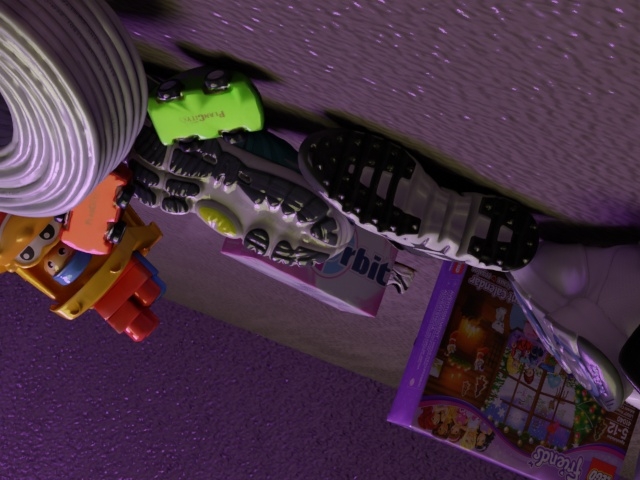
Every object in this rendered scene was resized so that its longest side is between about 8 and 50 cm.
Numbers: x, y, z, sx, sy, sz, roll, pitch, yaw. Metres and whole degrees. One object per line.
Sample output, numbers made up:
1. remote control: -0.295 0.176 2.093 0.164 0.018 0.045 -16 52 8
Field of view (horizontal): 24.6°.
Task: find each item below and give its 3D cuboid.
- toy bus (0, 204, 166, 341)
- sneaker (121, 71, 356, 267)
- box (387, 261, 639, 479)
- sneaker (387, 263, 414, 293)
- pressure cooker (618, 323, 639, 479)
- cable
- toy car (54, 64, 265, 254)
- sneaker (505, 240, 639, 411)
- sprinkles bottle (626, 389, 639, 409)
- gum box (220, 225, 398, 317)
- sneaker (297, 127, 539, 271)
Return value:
1. toy bus: -0.235 0.009 1.395 0.211 0.149 0.220 46 -173 4
2. sneaker: -0.091 -0.069 1.326 0.275 0.107 0.110 33 -153 3
3. box: 0.236 0.161 1.660 0.293 0.201 0.057 24 170 -26
4. sneaker: 0.075 0.040 1.818 0.083 0.037 0.032 23 172 -8
5. pressure cooker: 0.390 0.182 0.942 0.375 0.370 0.420 -6 167 8
6. cable: -0.259 -0.130 1.114 0.257 0.089 0.257 46 141 -17
7. toy car: -0.149 -0.105 1.228 0.225 0.053 0.239 -8 124 18
8. sneaker: 0.248 0.053 1.271 0.111 0.129 0.297 56 -179 -16
9. sprinkles bottle: 0.406 0.152 1.480 0.121 0.121 0.355 12 168 42
10. gum box: 0.000 0.000 1.525 0.188 0.107 0.062 28 168 -38
11. sneaker: 0.072 -0.029 1.291 0.234 0.078 0.106 22 169 -22
